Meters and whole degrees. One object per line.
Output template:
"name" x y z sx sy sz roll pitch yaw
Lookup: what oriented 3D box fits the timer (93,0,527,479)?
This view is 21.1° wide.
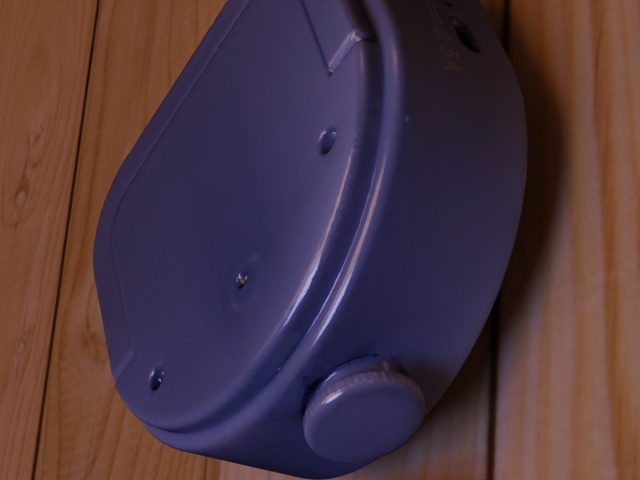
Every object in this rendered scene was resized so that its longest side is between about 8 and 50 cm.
"timer" 0.000 0.000 1.226 0.395 0.173 0.395 -35 45 45
